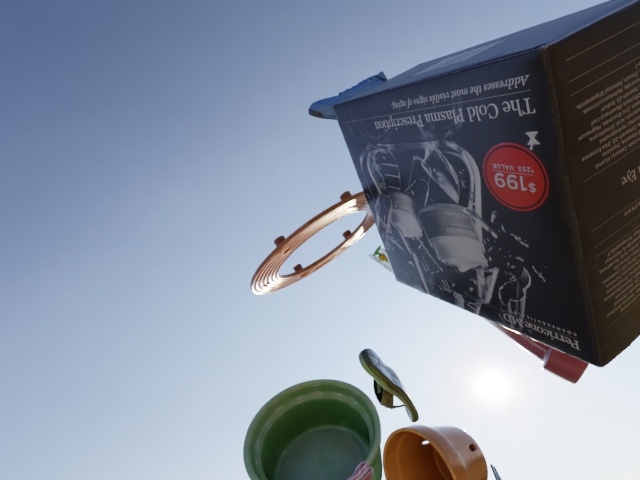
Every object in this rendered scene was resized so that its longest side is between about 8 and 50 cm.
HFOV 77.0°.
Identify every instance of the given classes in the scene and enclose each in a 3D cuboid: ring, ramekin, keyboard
[{"bbox_3d":[0.000,0.000,0.811,0.337,0.032,0.336,-32,-15,-10],"label":"ring"},{"bbox_3d":[-0.006,0.475,0.900,0.304,0.303,0.148,-15,-65,-3],"label":"ramekin"},{"bbox_3d":[0.578,0.796,1.260,0.023,0.108,0.180,-22,-3,12],"label":"keyboard"}]

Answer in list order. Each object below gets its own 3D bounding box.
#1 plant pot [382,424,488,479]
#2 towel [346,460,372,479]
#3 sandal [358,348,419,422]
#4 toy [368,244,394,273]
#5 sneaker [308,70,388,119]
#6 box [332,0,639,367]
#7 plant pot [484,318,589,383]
[{"bbox_3d":[0.360,0.694,1.217,0.204,0.290,0.290,0,-45,-36],"label":"plant pot"},{"bbox_3d":[0.031,0.475,0.641,0.144,0.029,0.196,6,-88,-57],"label":"towel"},{"bbox_3d":[0.187,0.428,1.176,0.086,0.120,0.302,-38,-67,6],"label":"sandal"},{"bbox_3d":[0.278,0.085,1.282,0.237,0.056,0.137,30,-17,-5],"label":"toy"},{"bbox_3d":[0.079,-0.262,0.734,0.210,0.069,0.082,3,-66,16],"label":"sneaker"},{"bbox_3d":[0.214,-0.074,0.509,0.179,0.343,0.312,-31,-69,-17],"label":"box"},{"bbox_3d":[0.388,0.115,0.700,0.201,0.180,0.201,-35,-42,-39],"label":"plant pot"}]
